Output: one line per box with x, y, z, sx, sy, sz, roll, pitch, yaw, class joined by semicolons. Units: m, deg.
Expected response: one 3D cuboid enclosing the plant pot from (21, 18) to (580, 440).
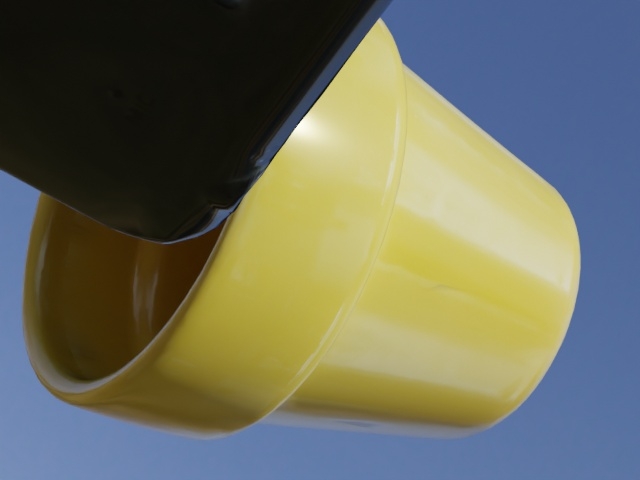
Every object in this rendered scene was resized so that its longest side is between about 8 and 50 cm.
0.000;0.000;0.913;0.239;0.254;0.254;23;-33;-31;plant pot

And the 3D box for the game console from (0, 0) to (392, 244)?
-0.097;-0.180;0.355;0.342;0.060;0.386;32;-43;-8;game console
